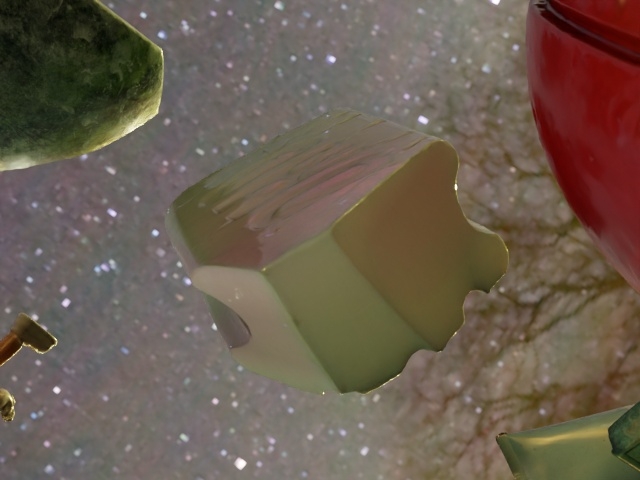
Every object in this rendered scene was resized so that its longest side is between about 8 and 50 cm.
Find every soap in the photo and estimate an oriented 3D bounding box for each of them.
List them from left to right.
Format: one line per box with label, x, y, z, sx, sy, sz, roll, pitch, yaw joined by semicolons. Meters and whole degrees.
soap;0.000;0.000;0.860;0.208;0.347;0.115;-30;-73;-5

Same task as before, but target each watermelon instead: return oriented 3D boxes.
watermelon;-0.333;-0.223;1.137;0.320;0.213;0.289;-11;-47;0

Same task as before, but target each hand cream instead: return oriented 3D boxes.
hand cream;0.335;0.221;1.182;0.312;0.111;0.070;-12;-24;-22

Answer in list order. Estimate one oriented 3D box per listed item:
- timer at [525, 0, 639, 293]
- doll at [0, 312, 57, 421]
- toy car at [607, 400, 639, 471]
timer;0.272;-0.074;0.441;0.378;0.378;0.279;-21;-54;-51
doll;-0.404;0.142;1.218;0.183;0.085;0.217;48;-134;-22
toy car;0.422;0.117;1.038;0.141;0.097;0.320;33;-66;-25
